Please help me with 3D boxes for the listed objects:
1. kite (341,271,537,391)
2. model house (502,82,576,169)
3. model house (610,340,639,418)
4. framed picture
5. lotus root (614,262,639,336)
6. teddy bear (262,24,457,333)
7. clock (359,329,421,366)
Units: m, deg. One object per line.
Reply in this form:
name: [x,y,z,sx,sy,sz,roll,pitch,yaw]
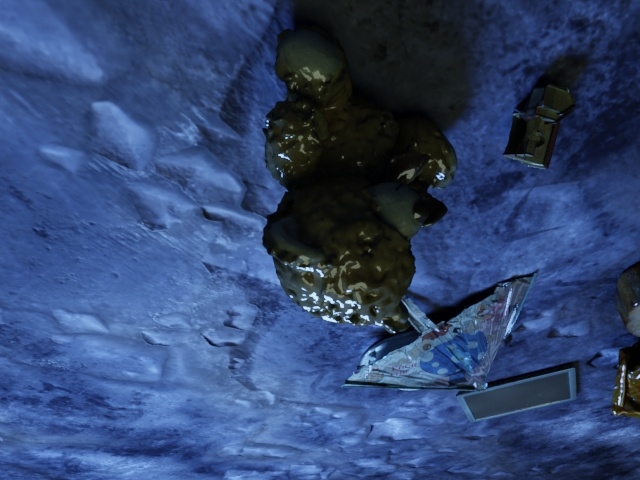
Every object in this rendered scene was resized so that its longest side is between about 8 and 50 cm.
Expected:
kite: [0.216,0.179,0.948,0.406,0.014,0.368,-34,122,16]
model house: [0.252,-0.127,0.595,0.058,0.057,0.083,13,92,-17]
model house: [0.725,0.277,1.088,0.199,0.220,0.229,-29,170,-48]
framed picture: [0.475,0.373,1.273,0.274,0.017,0.217,-17,139,12]
lotus root: [0.623,0.111,0.933,0.260,0.075,0.170,18,135,-30]
teddy bear: [0.027,-0.041,0.518,0.267,0.256,0.156,29,133,-36]
clock: [0.197,0.253,1.056,0.236,0.053,0.236,-4,139,-3]
